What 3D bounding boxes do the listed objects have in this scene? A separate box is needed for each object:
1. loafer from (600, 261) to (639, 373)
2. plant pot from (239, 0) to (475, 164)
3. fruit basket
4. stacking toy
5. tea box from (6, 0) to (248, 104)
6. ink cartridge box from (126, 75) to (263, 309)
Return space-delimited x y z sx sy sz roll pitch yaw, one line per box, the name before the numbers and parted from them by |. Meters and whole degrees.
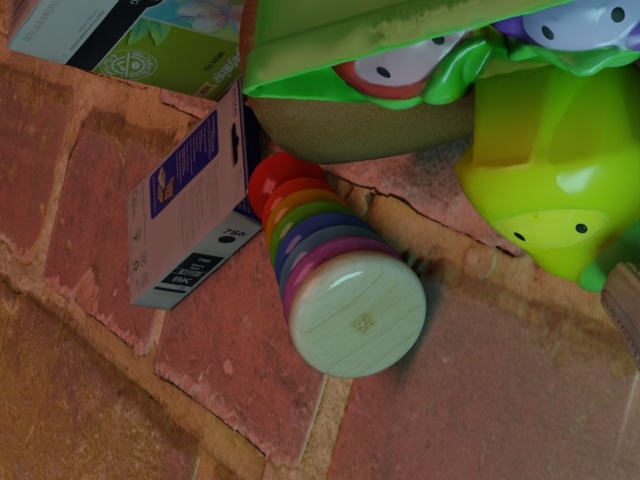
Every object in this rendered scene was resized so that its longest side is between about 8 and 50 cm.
loafer | 0.285 0.135 1.260 0.111 0.112 0.319 -56 36 22
plant pot | 0.093 -0.184 1.628 0.254 0.237 0.237 7 86 47
fruit basket | 0.156 -0.131 1.363 0.392 0.283 0.392 2 93 34
stacking toy | 0.000 0.000 1.818 0.141 0.141 0.330 -66 25 23
tea box | -0.187 -0.376 2.061 0.220 0.323 0.329 -40 46 48
ink cartridge box | -0.145 -0.051 2.145 0.332 0.065 0.165 -40 47 51
